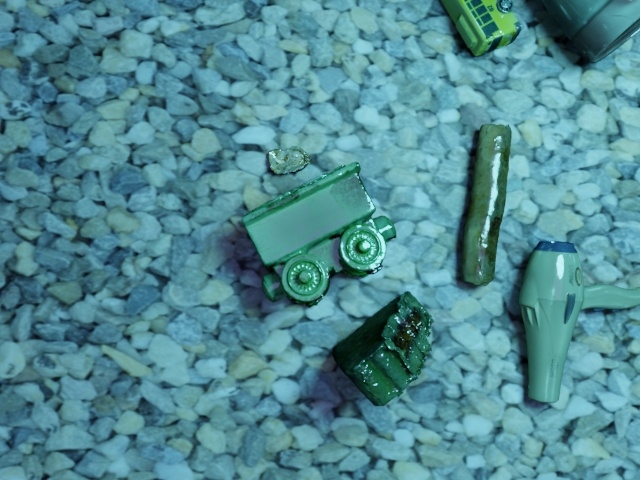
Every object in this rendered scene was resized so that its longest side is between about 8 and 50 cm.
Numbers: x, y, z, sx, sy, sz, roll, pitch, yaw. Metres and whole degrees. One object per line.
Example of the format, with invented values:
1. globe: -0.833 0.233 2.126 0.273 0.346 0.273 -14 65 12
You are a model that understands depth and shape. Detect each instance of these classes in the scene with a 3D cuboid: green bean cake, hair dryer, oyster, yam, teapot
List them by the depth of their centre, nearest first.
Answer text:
1. green bean cake: 0.127 0.187 1.078 0.193 0.208 0.107 -38 91 -4
2. hair dryer: 0.487 0.175 1.165 0.298 0.119 0.296 23 90 -14
3. teapot: 0.535 -0.545 1.173 0.314 0.233 0.312 -33 82 -35
4. yam: 0.316 -0.072 1.179 0.071 0.067 0.318 6 85 25
5. oyster: -0.058 -0.153 1.187 0.083 0.019 0.054 -7 84 -2

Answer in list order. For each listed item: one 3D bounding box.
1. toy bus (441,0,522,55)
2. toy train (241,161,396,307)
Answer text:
1. toy bus: 0.305 -0.451 1.200 0.101 0.088 0.175 -29 85 -4
2. toy train: 0.000 0.000 1.116 0.265 0.145 0.202 -27 84 -6
